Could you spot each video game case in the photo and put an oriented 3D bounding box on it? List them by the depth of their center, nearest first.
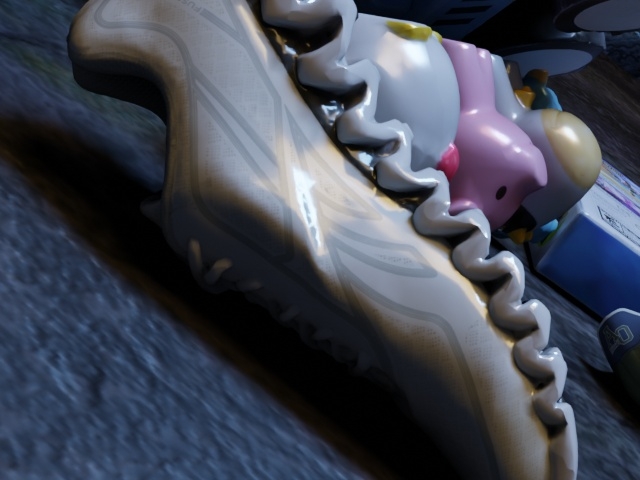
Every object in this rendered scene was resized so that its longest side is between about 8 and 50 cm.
[{"bbox_3d":[0.280,0.034,1.050,0.270,0.061,0.244,35,19,-8],"label":"video game case"}]

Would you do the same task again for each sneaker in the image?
[{"bbox_3d":[0.000,0.000,0.555,0.292,0.118,0.110,57,-16,7],"label":"sneaker"},{"bbox_3d":[0.246,0.077,0.870,0.192,0.064,0.086,6,41,-54],"label":"sneaker"}]

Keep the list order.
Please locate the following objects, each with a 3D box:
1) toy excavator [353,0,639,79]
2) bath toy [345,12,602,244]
[{"bbox_3d":[0.032,-0.246,0.795,0.445,0.222,0.433,-2,-7,-17],"label":"toy excavator"},{"bbox_3d":[0.073,-0.053,0.776,0.151,0.129,0.348,14,7,22],"label":"bath toy"}]
